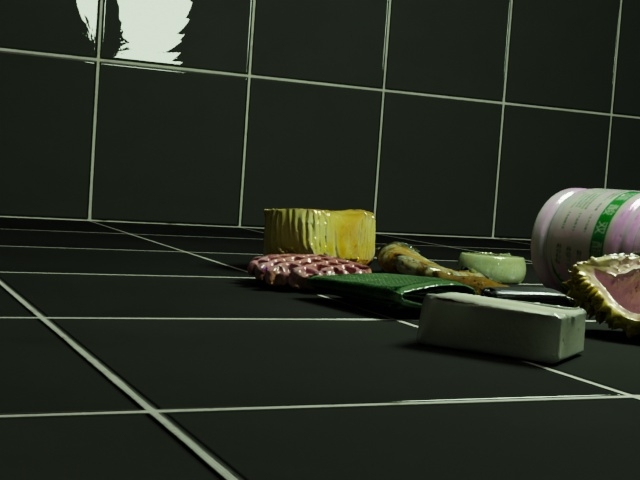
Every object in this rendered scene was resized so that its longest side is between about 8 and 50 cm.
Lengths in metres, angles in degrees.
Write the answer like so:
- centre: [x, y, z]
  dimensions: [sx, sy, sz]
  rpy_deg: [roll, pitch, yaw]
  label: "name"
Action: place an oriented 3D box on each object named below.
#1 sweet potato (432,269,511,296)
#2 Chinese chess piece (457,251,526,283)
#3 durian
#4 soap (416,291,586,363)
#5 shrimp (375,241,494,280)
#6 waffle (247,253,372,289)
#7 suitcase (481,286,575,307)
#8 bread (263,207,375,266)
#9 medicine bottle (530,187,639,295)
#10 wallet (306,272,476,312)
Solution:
- centre: [0.243, 0.082, 1.680]
  dimensions: [0.068, 0.060, 0.206]
  rpy_deg: [-16, 23, -35]
  label: "sweet potato"
- centre: [0.361, 0.055, 2.263]
  dimensions: [0.144, 0.058, 0.144]
  rpy_deg: [4, 3, 0]
  label: "Chinese chess piece"
- centre: [0.461, 0.076, 1.524]
  dimensions: [0.182, 0.132, 0.165]
  rpy_deg: [-9, -4, -17]
  label: "durian"
- centre: [0.224, 0.104, 1.326]
  dimensions: [0.183, 0.064, 0.121]
  rpy_deg: [7, 4, 29]
  label: "soap"
- centre: [0.224, 0.054, 2.159]
  dimensions: [0.233, 0.071, 0.365]
  rpy_deg: [13, 3, -1]
  label: "shrimp"
- centre: [-0.020, 0.054, 1.888]
  dimensions: [0.221, 0.055, 0.234]
  rpy_deg: [4, 3, -10]
  label: "waffle"
- centre: [0.292, 0.099, 1.533]
  dimensions: [0.126, 0.059, 0.086]
  rpy_deg: [2, 3, -5]
  label: "suitcase"
- centre: [0.000, 0.000, 2.141]
  dimensions: [0.179, 0.133, 0.250]
  rpy_deg: [6, 3, 37]
  label: "bread"
- centre: [0.552, 0.018, 1.892]
  dimensions: [0.212, 0.212, 0.325]
  rpy_deg: [2, 5, -32]
  label: "medicine bottle"
- centre: [0.106, 0.079, 1.663]
  dimensions: [0.160, 0.055, 0.236]
  rpy_deg: [5, 0, -37]
  label: "wallet"
